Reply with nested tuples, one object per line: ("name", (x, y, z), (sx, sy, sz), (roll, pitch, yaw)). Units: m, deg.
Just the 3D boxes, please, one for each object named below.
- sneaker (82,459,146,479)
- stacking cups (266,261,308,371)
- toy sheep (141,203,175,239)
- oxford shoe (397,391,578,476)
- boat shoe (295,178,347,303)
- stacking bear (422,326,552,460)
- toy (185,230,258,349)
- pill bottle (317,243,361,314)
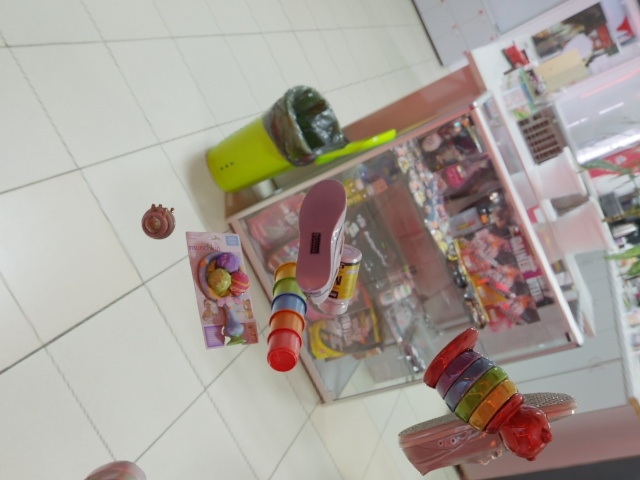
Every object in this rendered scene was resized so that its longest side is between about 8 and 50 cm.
("sneaker", (-0.364, 0.446, 0.845), (0.094, 0.256, 0.151), (47, 5, -14))
("stacking cups", (-0.065, 0.167, 1.293), (0.096, 0.096, 0.316), (53, 16, -25))
("toy sheep", (-0.399, -0.045, 1.425), (0.132, 0.091, 0.091), (-20, 88, -85))
("oxford shoe", (0.415, 0.480, 1.430), (0.169, 0.450, 0.130), (12, 57, -69))
("boat shoe", (0.000, 0.000, 1.141), (0.084, 0.095, 0.258), (74, 27, -60))
("stacking bear", (0.390, 0.366, 1.312), (0.164, 0.175, 0.289), (-17, 47, -43))
("toy", (-0.182, 0.091, 1.149), (0.137, 0.056, 0.237), (3, 72, -49))
("pill bottle", (0.057, 0.125, 1.861), (0.119, 0.119, 0.208), (-35, 139, -61))
